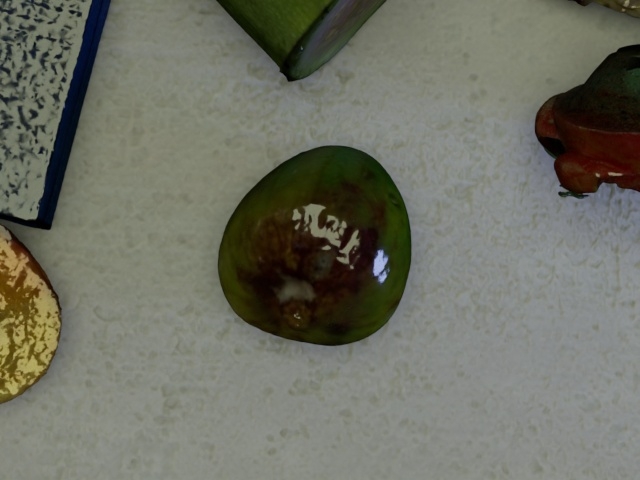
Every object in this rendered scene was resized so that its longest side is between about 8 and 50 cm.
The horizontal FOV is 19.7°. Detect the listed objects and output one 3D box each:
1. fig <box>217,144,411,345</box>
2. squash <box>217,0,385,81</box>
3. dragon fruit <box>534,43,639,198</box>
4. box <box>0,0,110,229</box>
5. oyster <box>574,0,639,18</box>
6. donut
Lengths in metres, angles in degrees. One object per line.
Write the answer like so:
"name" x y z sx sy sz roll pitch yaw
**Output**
"fig" 0.000 0.000 1.749 0.181 0.181 0.191 26 63 2
"squash" -0.065 -0.373 1.727 0.263 0.263 0.384 -43 87 -3
"dragon fruit" 0.349 -0.113 1.719 0.295 0.268 0.130 2 105 5
"box" -0.369 -0.169 1.782 0.279 0.116 0.261 15 88 1
"oyster" 0.328 -0.272 1.783 0.294 0.094 0.166 0 80 4
"donut" -0.338 0.069 1.788 0.190 0.074 0.174 35 85 -2
